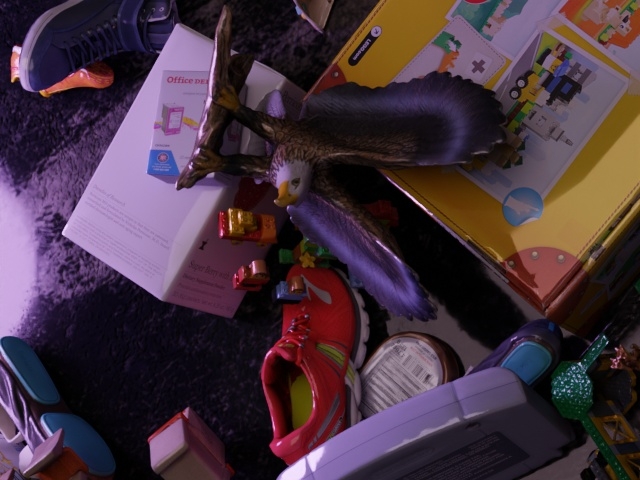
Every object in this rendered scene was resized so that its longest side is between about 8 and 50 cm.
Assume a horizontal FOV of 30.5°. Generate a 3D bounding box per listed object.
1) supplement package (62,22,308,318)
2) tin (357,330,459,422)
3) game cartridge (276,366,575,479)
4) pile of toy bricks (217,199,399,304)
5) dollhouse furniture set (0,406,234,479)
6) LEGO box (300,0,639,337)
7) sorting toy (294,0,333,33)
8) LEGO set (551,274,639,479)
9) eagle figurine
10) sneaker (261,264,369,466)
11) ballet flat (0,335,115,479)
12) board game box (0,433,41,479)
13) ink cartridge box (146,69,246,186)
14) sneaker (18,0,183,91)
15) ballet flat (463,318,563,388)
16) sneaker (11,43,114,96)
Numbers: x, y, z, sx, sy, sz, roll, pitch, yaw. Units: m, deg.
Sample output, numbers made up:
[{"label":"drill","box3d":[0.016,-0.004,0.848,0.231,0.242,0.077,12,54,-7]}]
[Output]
[{"label":"supplement package","box3d":[-0.140,-0.080,1.429,0.175,0.177,0.293,30,93,26]},{"label":"tin","box3d":[0.078,0.189,1.355,0.106,0.040,0.189,41,97,30]},{"label":"game cartridge","box3d":[0.106,0.233,1.241,0.294,0.196,0.060,-29,57,16]},{"label":"pile of toy bricks","box3d":[0.000,0.000,1.320,0.105,0.212,0.118,133,135,-54]},{"label":"dollhouse furniture set","box3d":[-0.229,0.323,1.381,0.259,0.135,0.262,-39,102,1]},{"label":"LEGO box","box3d":[0.286,-0.211,1.254,0.372,0.193,0.500,43,98,25]},{"label":"sorting toy","box3d":[-0.013,-0.316,1.477,0.045,0.075,0.083,19,87,26]},{"label":"LEGO set","box3d":[0.402,0.126,1.141,0.255,0.192,0.331,54,134,43]},{"label":"eagle figurine","box3d":[0.013,-0.069,1.173,0.298,0.226,0.225,18,59,3]},{"label":"sneaker","box3d":[-0.014,0.131,1.336,0.107,0.118,0.279,-26,50,29]},{"label":"ballet flat","box3d":[-0.359,0.242,1.516,0.280,0.095,0.096,45,109,35]},{"label":"board game box","box3d":[-0.479,0.394,1.502,0.142,0.144,0.275,44,98,26]},{"label":"ink cartridge box","box3d":[-0.138,-0.126,1.309,0.088,0.052,0.122,4,81,22]},{"label":"sneaker","box3d":[-0.276,-0.263,1.537,0.163,0.086,0.226,18,52,23]},{"label":"ballet flat","box3d":[0.198,0.151,1.281,0.074,0.074,0.203,58,135,23]},{"label":"sneaker","box3d":[-0.357,-0.230,1.633,0.175,0.064,0.067,15,108,30]}]
